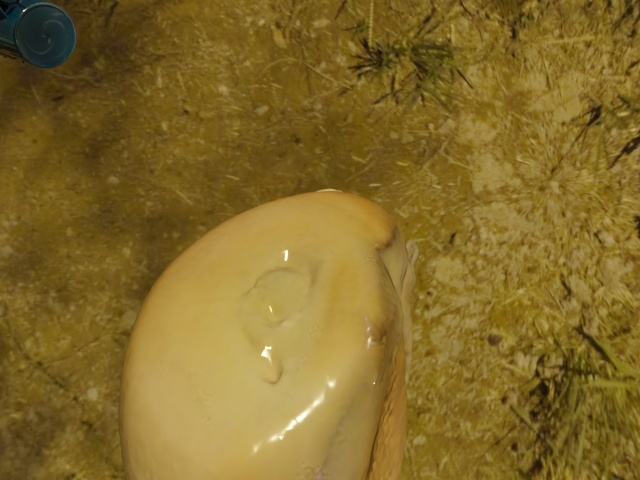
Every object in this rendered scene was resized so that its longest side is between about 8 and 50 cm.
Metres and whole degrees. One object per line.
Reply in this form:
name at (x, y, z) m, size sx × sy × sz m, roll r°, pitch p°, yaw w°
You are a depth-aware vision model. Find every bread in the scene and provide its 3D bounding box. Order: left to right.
bread at (-0.043, 0.172, 0.628) m, size 0.253 × 0.348 × 0.376 m, roll 6°, pitch 138°, yaw 16°

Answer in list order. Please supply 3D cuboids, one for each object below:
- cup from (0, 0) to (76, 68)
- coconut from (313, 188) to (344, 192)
cup at (-0.519, -0.378, 1.058) m, size 0.155 × 0.176 × 0.131 m, roll 28°, pitch 79°, yaw 33°
coconut at (0.000, 0.000, 0.959) m, size 0.147 × 0.152 × 0.147 m, roll 7°, pitch 113°, yaw 16°
